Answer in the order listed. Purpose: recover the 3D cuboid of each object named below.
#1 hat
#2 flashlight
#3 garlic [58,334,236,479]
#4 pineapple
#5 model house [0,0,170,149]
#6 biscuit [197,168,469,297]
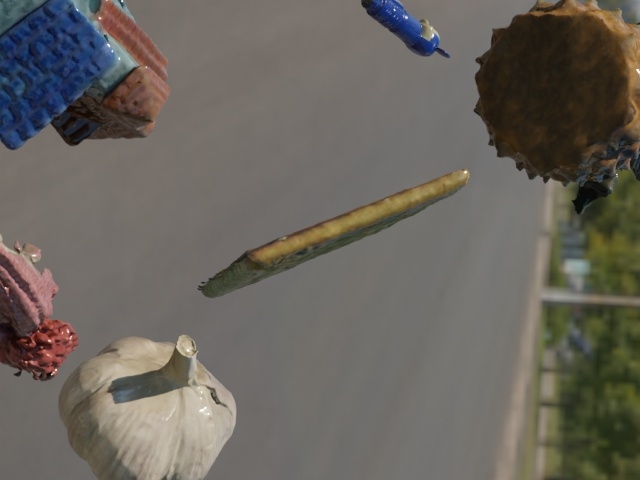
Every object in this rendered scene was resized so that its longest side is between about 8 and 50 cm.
[{"bbox_3d":[-0.335,0.030,1.750,0.286,0.237,0.107,47,67,-32],"label":"hat"},{"bbox_3d":[0.088,-0.228,1.921,0.121,0.057,0.035,33,85,-41],"label":"flashlight"},{"bbox_3d":[-0.186,0.184,2.189,0.212,0.219,0.218,-56,-166,37],"label":"garlic"},{"bbox_3d":[0.182,-0.093,1.162,0.130,0.119,0.277,66,19,10],"label":"pineapple"},{"bbox_3d":[-0.311,-0.202,2.207,0.329,0.252,0.295,50,2,24],"label":"model house"},{"bbox_3d":[0.000,0.000,1.082,0.231,0.139,0.016,152,-84,-78],"label":"biscuit"}]
